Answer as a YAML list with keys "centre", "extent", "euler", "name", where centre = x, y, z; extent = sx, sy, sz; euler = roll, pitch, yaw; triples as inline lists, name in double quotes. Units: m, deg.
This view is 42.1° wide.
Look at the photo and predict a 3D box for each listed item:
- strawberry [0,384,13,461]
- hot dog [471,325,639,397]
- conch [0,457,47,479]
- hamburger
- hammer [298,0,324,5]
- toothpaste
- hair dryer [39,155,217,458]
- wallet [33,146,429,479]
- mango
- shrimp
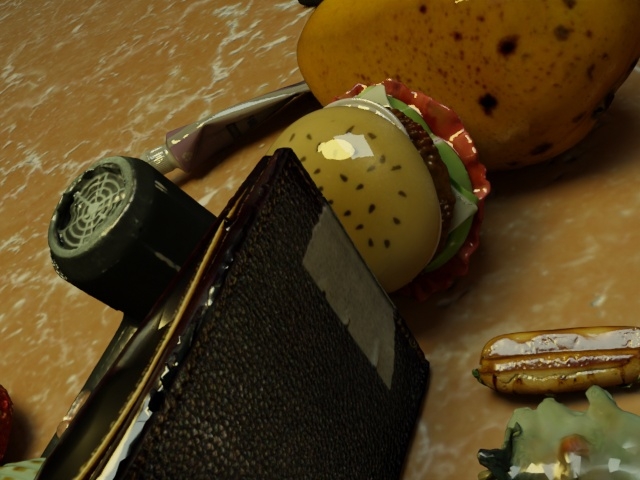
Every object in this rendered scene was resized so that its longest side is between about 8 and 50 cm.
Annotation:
- centre: [-0.325, 0.162, 0.696]
  extent: [0.131, 0.131, 0.148]
  euler: [-13, 49, 22]
  name: "strawberry"
- centre: [0.160, 0.080, 0.535]
  extent: [0.122, 0.037, 0.049]
  euler: [-5, 33, 22]
  name: "hot dog"
- centre: [-0.163, 0.199, 0.499]
  extent: [0.172, 0.131, 0.200]
  euler: [24, 76, 26]
  name: "conch"
- centre: [0.030, -0.032, 0.609]
  extent: [0.175, 0.175, 0.137]
  euler: [-2, 7, 32]
  name: "hamburger"
- centre: [0.066, -0.289, 1.004]
  extent: [0.111, 0.033, 0.287]
  euler: [-43, 39, -16]
  name: "hammer"
- centre: [-0.057, -0.144, 0.915]
  extent: [0.301, 0.048, 0.075]
  euler: [-26, 10, -4]
  name: "toothpaste"
- centre: [-0.171, 0.126, 0.611]
  extent: [0.107, 0.189, 0.352]
  euler: [14, 69, 44]
  name: "hair dryer"
- centre: [-0.031, 0.112, 0.475]
  extent: [0.071, 0.221, 0.262]
  euler: [-2, 47, 39]
  name: "wallet"
- centre: [0.115, -0.149, 0.686]
  extent: [0.290, 0.191, 0.160]
  euler: [1, 35, 29]
  name: "mango"
- centre: [0.230, 0.071, 0.448]
  extent: [0.185, 0.068, 0.287]
  euler: [28, 71, 30]
  name: "shrimp"
